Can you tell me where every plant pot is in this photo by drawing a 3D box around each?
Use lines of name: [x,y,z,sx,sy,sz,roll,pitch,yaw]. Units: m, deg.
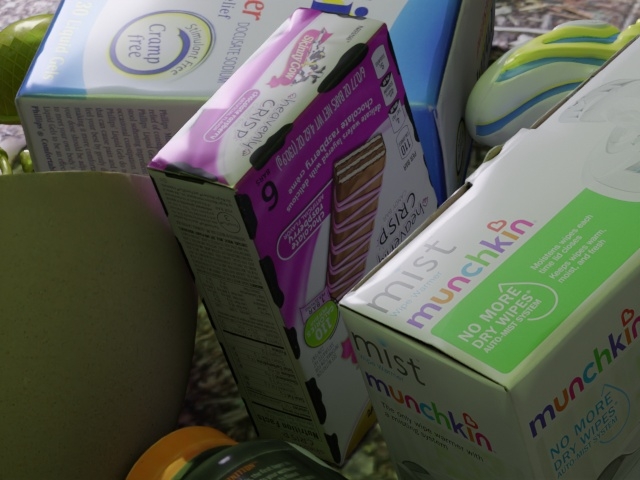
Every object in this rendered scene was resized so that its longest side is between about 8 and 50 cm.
plant pot: [-0.196,0.094,1.103,0.284,0.284,0.191,-15,76,5]

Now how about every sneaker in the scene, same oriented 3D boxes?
sneaker: [0.224,-0.089,1.241,0.240,0.091,0.126,-15,43,-12]

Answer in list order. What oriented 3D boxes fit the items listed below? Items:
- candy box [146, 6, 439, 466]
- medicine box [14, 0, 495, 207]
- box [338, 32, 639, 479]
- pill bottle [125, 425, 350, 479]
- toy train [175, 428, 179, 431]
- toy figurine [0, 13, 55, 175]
candy box: [0.000,0.000,1.127,0.071,0.233,0.159,16,51,34]
medicine box: [-0.033,-0.126,1.330,0.289,0.149,0.263,2,44,13]
box: [0.161,0.054,1.005,0.262,0.231,0.126,-40,44,-25]
pill bottle: [-0.008,0.190,0.990,0.130,0.130,0.245,-37,43,-22]
toy train: [-0.068,0.141,1.161,0.023,0.017,0.083,-27,39,-26]
toy figurine: [-0.360,-0.147,1.425,0.362,0.217,0.191,-14,35,13]
